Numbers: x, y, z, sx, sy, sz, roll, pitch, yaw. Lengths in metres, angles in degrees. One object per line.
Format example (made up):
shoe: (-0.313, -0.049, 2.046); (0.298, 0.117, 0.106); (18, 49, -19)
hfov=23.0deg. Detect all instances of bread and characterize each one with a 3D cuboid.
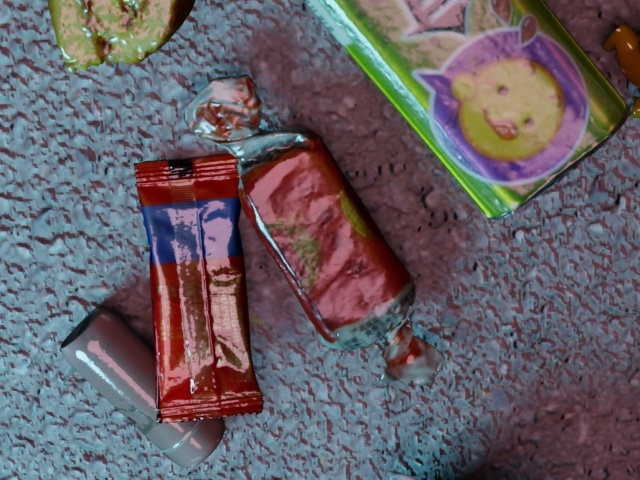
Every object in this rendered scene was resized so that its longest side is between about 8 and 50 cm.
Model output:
bread: (-0.128, -0.195, 1.053); (0.103, 0.172, 0.132); (0, 110, -1)

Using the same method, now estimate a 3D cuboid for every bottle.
bottle: (-0.136, 0.114, 1.219); (0.053, 0.053, 0.140); (-42, 104, 12)

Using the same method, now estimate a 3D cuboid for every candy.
candy: (0.001, -0.001, 1.177); (0.086, 0.059, 0.292); (-32, 107, 1)

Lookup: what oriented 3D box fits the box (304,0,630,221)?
box: (0.060, -0.182, 1.098); (0.134, 0.097, 0.345); (-38, 105, 12)

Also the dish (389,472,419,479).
dish: (0.103, 0.292, 1.208); (0.228, 0.086, 0.236); (14, 135, 25)

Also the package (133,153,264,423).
package: (-0.091, 0.036, 1.188); (0.083, 0.022, 0.200); (-5, 95, -10)

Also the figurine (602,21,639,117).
figurine: (0.291, -0.104, 1.113); (0.176, 0.122, 0.121); (43, 101, -12)
